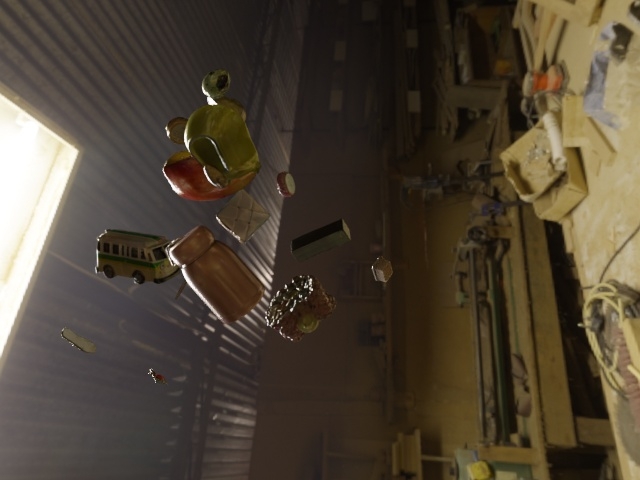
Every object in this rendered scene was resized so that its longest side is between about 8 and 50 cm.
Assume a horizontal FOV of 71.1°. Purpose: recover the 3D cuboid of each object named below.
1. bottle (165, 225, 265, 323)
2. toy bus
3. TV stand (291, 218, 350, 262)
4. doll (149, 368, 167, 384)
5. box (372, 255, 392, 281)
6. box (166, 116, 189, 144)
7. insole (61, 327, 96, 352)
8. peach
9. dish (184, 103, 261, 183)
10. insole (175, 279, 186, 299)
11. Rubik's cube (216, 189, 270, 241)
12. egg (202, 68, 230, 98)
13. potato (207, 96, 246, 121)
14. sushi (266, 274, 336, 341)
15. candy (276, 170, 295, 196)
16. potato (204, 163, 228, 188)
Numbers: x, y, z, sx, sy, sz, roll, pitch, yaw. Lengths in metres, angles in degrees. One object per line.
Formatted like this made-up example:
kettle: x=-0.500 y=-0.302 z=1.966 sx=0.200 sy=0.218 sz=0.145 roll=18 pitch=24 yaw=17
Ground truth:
bottle: x=-0.335 y=0.102 z=1.381 sx=0.296 sy=0.207 sz=0.173 roll=51 pitch=-136 yaw=-18
toy bus: x=-0.716 y=0.058 z=1.756 sx=0.143 sy=0.306 sz=0.178 roll=-38 pitch=-47 yaw=-64
TV stand: x=0.000 y=0.000 z=2.059 sx=0.082 sy=0.270 sz=0.088 roll=57 pitch=-162 yaw=-34
doll: x=-0.794 y=0.676 z=2.192 sx=0.114 sy=0.057 sz=0.039 roll=51 pitch=-126 yaw=-22
box: x=0.316 y=0.149 z=2.268 sx=0.089 sy=0.062 sz=0.122 roll=-50 pitch=-40 yaw=-26
box: x=-0.544 y=-0.426 z=1.743 sx=0.105 sy=0.106 sz=0.037 roll=78 pitch=164 yaw=-50
insole: x=-1.023 y=0.430 z=1.899 sx=0.192 sy=0.010 sz=0.063 roll=60 pitch=-168 yaw=-46
peach: x=-0.452 y=-0.295 z=1.904 sx=0.306 sy=0.381 sz=0.242 roll=-133 pitch=26 yaw=-75
dish: x=-0.322 y=-0.279 z=1.398 sx=0.262 sy=0.221 sz=0.108 roll=61 pitch=-147 yaw=-28
insole: x=-0.569 y=0.171 z=1.899 sx=0.065 sy=0.006 sz=0.193 roll=121 pitch=173 yaw=-51
Rubik's cube: x=-0.445 y=-0.133 z=2.579 sx=0.231 sy=0.221 sz=0.225 roll=-47 pitch=5 yaw=-11
egg: x=-0.351 y=-0.532 z=1.517 sx=0.085 sy=0.110 sz=0.085 roll=45 pitch=-156 yaw=-26
potato: x=-0.393 y=-0.563 z=1.963 sx=0.202 sy=0.117 sz=0.182 roll=47 pitch=165 yaw=34
sushi: x=-0.078 y=0.280 z=1.790 sx=0.170 sy=0.270 sz=0.236 roll=52 pitch=178 yaw=-25
candy: x=-0.138 y=-0.224 z=1.785 sx=0.103 sy=0.043 sz=0.103 roll=-12 pitch=-90 yaw=-69
potato: x=-0.305 y=-0.183 z=1.304 sx=0.046 sy=0.092 sz=0.045 roll=-51 pitch=-8 yaw=25
